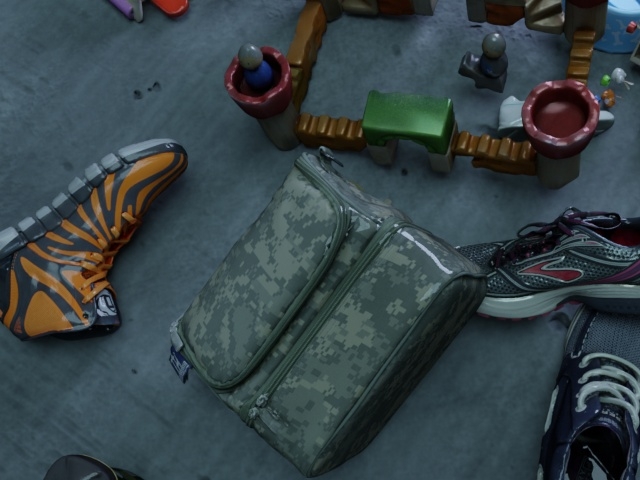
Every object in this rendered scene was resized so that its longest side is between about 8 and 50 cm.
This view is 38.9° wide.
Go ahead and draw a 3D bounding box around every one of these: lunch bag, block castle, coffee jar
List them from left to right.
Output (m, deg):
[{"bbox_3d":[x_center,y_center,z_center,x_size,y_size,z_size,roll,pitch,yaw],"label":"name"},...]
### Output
[{"bbox_3d":[-0.254,0.297,1.017,0.079,0.184,0.096,21,74,13],"label":"coffee jar"},{"bbox_3d":[-0.002,0.079,1.031,0.256,0.212,0.305,40,101,21],"label":"lunch bag"},{"bbox_3d":[0.133,-0.257,1.139,0.453,0.213,0.303,10,71,18],"label":"block castle"}]

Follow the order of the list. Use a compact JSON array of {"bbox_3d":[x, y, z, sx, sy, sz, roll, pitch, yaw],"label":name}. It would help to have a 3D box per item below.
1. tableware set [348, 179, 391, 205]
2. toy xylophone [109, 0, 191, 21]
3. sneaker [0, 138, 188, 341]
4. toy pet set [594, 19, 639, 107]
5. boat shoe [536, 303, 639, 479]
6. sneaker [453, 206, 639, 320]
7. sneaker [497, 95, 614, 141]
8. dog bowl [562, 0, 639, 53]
[{"bbox_3d":[0.000,0.000,1.179,0.128,0.039,0.194,22,73,13],"label":"tableware set"},{"bbox_3d":[-0.190,-0.452,1.341,0.322,0.081,0.236,-37,71,-8],"label":"toy xylophone"},{"bbox_3d":[-0.276,0.017,1.170,0.321,0.124,0.180,-36,74,4],"label":"sneaker"},{"bbox_3d":[0.429,-0.226,1.188,0.065,0.122,0.114,37,41,25],"label":"toy pet set"},{"bbox_3d":[0.327,0.180,1.017,0.127,0.158,0.341,15,72,11],"label":"boat shoe"},{"bbox_3d":[0.280,0.016,1.073,0.299,0.112,0.121,-5,35,20],"label":"sneaker"},{"bbox_3d":[0.312,-0.169,1.204,0.152,0.054,0.061,1,67,7],"label":"sneaker"},{"bbox_3d":[0.475,-0.378,1.254,0.297,0.074,0.166,-27,70,-4],"label":"dog bowl"}]
